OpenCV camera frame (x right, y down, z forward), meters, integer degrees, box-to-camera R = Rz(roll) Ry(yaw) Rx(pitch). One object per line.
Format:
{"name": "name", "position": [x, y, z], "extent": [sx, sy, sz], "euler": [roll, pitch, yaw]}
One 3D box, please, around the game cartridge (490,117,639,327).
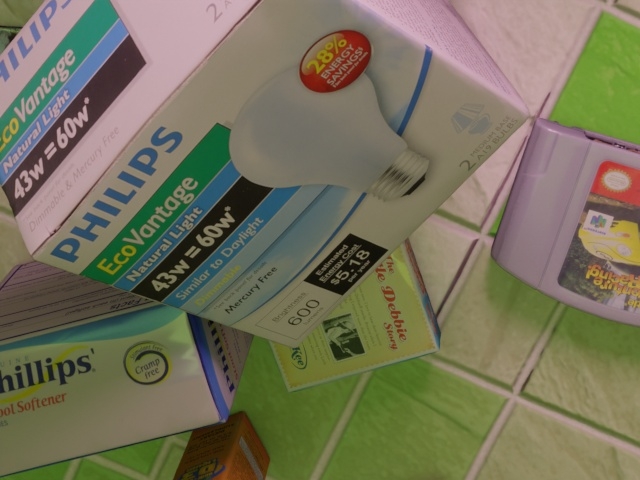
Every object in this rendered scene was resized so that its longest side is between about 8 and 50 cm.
{"name": "game cartridge", "position": [0.349, -0.005, 1.648], "extent": [0.294, 0.060, 0.196], "euler": [16, 114, -1]}

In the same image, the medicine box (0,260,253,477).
{"name": "medicine box", "position": [-0.225, 0.105, 1.604], "extent": [0.263, 0.289, 0.149], "euler": [-15, 107, 10]}

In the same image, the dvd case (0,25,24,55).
{"name": "dvd case", "position": [-0.323, -0.195, 1.654], "extent": [0.119, 0.013, 0.087], "euler": [5, 110, 4]}

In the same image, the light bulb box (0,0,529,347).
{"name": "light bulb box", "position": [-0.067, -0.126, 1.391], "extent": [0.358, 0.225, 0.361], "euler": [-46, 141, 19]}

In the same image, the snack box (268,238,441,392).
{"name": "snack box", "position": [0.000, 0.000, 1.671], "extent": [0.187, 0.060, 0.322], "euler": [-16, 107, 11]}

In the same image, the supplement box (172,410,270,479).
{"name": "supplement box", "position": [-0.118, 0.283, 1.688], "extent": [0.078, 0.233, 0.080], "euler": [-22, 106, 11]}
